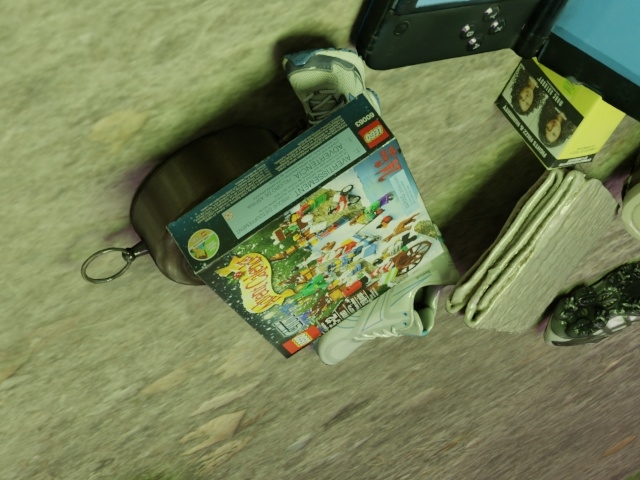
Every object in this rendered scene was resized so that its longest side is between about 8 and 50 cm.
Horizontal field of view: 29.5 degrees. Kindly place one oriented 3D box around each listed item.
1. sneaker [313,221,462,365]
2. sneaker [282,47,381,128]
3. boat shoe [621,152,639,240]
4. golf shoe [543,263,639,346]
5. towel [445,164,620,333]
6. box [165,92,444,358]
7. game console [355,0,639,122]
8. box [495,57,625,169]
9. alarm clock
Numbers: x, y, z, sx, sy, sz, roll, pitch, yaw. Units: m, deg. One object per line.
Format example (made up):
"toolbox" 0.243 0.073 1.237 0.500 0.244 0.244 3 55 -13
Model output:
"sneaker" 0.065 0.072 1.189 0.071 0.083 0.190 -2 141 -49
"sneaker" 0.013 -0.092 0.864 0.052 0.058 0.135 -9 160 21
"boat shoe" 0.449 -0.105 1.226 0.116 0.096 0.324 41 129 -22
"golf shoe" 0.373 0.088 1.587 0.198 0.077 0.094 -12 158 -24
"towel" 0.218 0.012 1.223 0.187 0.049 0.282 -53 160 7
"box" 0.000 0.000 0.898 0.159 0.044 0.233 -35 156 0
"game console" 0.202 -0.190 0.805 0.250 0.173 0.293 -15 147 -34
"box" 0.233 -0.167 0.977 0.058 0.087 0.232 -13 147 -36
"alarm clock" -0.088 -0.013 0.903 0.192 0.064 0.129 -25 152 -11
